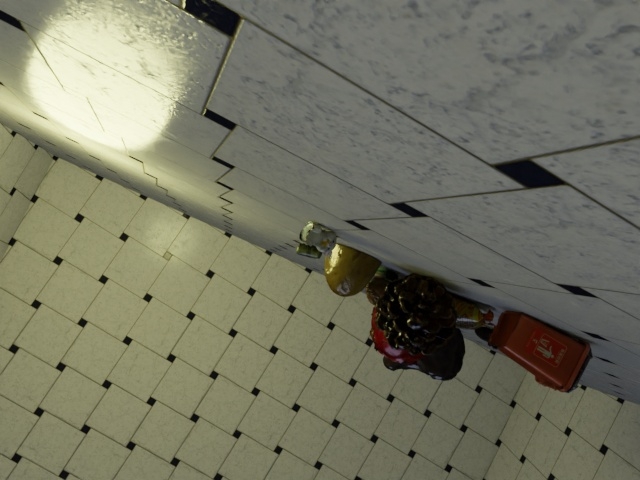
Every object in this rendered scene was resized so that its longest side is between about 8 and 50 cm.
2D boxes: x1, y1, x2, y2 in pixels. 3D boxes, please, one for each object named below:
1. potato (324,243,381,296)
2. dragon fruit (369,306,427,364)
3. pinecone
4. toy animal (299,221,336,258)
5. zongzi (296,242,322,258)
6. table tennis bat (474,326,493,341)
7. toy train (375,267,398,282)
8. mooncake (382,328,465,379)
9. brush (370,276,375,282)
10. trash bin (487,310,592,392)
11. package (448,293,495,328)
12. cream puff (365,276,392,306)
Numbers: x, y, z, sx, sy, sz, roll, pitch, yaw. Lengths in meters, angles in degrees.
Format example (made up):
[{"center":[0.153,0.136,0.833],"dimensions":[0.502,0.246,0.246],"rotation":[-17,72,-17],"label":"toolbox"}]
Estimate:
[{"center":[0.090,0.108,1.628],"dimensions":[0.204,0.158,0.178],"rotation":[15,171,30],"label":"potato"},{"center":[0.355,0.355,2.066],"dimensions":[0.296,0.301,0.295],"rotation":[19,179,0],"label":"dragon fruit"},{"center":[0.280,0.206,1.464],"dimensions":[0.244,0.243,0.257],"rotation":[19,142,35],"label":"pinecone"},{"center":[0.003,0.001,1.397],"dimensions":[0.124,0.071,0.085],"rotation":[27,172,-27],"label":"toy animal"},{"center":[-0.038,0.040,2.001],"dimensions":[0.104,0.052,0.113],"rotation":[17,-174,7],"label":"zongzi"},{"center":[0.755,0.384,2.141],"dimensions":[0.108,0.119,0.170],"rotation":[-1,-152,-24],"label":"table tennis bat"},{"center":[0.220,0.120,1.751],"dimensions":[0.071,0.038,0.148],"rotation":[26,172,-25],"label":"toy train"},{"center":[0.458,0.463,2.270],"dimensions":[0.381,0.350,0.212],"rotation":[-5,166,26],"label":"mooncake"},{"center":[0.228,0.182,2.139],"dimensions":[0.050,0.060,0.321],"rotation":[33,176,16],"label":"brush"},{"center":[0.616,0.308,1.421],"dimensions":[0.239,0.161,0.184],"rotation":[31,173,-1],"label":"trash bin"},{"center":[0.430,0.236,1.650],"dimensions":[0.288,0.108,0.223],"rotation":[19,176,27],"label":"package"},{"center":[0.220,0.189,1.691],"dimensions":[0.144,0.103,0.126],"rotation":[27,170,2],"label":"cream puff"}]
